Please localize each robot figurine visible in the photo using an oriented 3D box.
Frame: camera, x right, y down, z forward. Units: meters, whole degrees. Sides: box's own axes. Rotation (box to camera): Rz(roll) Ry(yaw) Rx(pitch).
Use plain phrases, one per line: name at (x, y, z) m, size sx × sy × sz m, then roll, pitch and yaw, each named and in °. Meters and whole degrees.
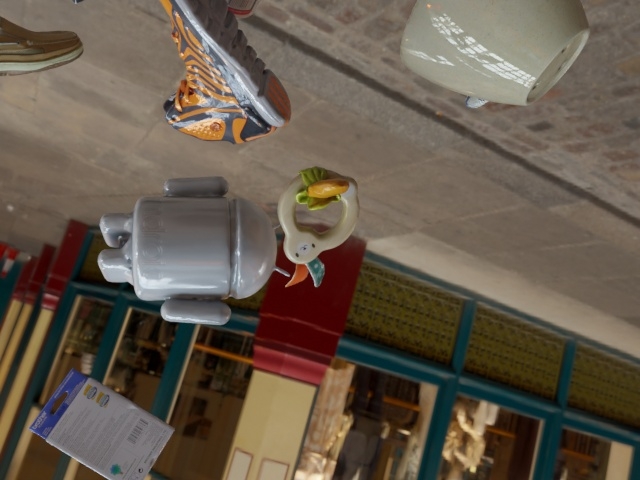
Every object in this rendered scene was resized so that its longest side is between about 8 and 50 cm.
robot figurine at (-0.238, 0.016, 1.229) m, size 0.354 × 0.299 × 0.200 m, roll -1°, pitch 165°, yaw -12°

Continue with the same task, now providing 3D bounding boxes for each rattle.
rattle at (0.000, 0.000, 0.937) m, size 0.130 × 0.199 × 0.143 m, roll 13°, pitch -168°, yaw -32°

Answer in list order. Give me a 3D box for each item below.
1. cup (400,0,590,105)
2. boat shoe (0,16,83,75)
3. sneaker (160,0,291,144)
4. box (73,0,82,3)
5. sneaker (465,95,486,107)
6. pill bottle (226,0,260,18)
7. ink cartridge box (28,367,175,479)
cup at (0.349, -0.390, 1.186) m, size 0.237 × 0.331 × 0.331 m, roll 44°, pitch 174°, yaw 17°
boat shoe at (-0.392, -0.247, 0.798) m, size 0.068 × 0.190 × 0.072 m, roll 26°, pitch 131°, yaw 38°
sneaker at (-0.200, -0.271, 1.001) m, size 0.180 × 0.124 × 0.321 m, roll -20°, pitch 124°, yaw 24°
box at (-0.547, -0.775, 1.557) m, size 0.296 × 0.294 × 0.182 m, roll 49°, pitch 151°, yaw 15°
sneaker at (0.432, -0.380, 1.622) m, size 0.052 × 0.135 × 0.058 m, roll 58°, pitch -166°, yaw -13°
pill bottle at (-0.117, -0.451, 1.001) m, size 0.108 × 0.107 × 0.180 m, roll 21°, pitch 142°, yaw -20°
ink cartridge box at (-0.556, 0.486, 1.641) m, size 0.311 × 0.185 × 0.065 m, roll 33°, pitch 163°, yaw -5°
